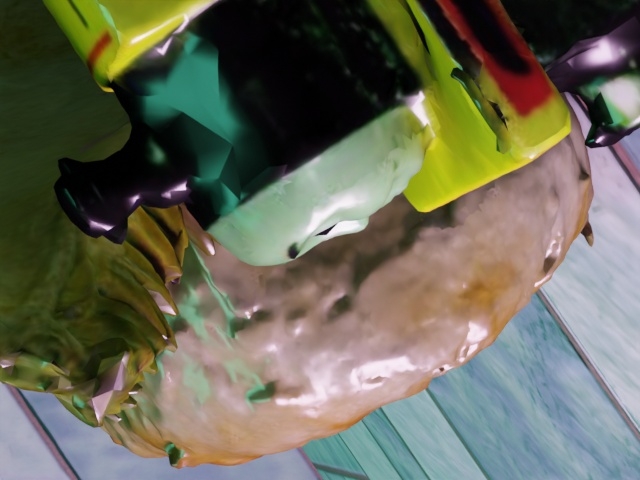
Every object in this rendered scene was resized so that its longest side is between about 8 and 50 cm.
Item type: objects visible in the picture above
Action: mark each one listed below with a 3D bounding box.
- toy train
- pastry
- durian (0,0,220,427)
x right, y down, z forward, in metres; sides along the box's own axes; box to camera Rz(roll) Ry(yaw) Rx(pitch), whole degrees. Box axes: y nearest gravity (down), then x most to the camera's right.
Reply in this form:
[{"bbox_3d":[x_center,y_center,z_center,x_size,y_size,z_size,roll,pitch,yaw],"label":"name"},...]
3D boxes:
[{"bbox_3d":[-0.042,-0.126,0.369,0.296,0.160,0.100,55,168,-2],"label":"toy train"},{"bbox_3d":[0.000,0.000,0.564,0.093,0.182,0.192,60,160,-10],"label":"pastry"},{"bbox_3d":[-0.120,-0.102,0.474,0.198,0.163,0.394,36,-161,-49],"label":"durian"}]
